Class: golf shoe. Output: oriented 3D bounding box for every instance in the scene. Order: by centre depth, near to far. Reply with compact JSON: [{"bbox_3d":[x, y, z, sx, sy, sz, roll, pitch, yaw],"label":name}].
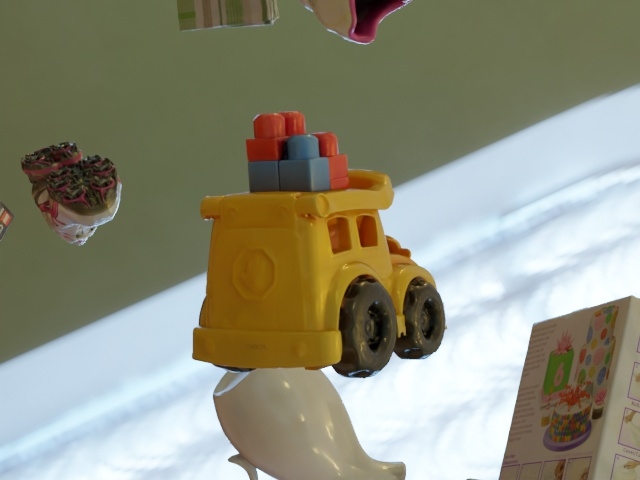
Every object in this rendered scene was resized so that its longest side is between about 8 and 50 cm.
[{"bbox_3d":[-0.220,-0.035,1.475,0.186,0.067,0.086,31,-40,64],"label":"golf shoe"},{"bbox_3d":[0.109,-0.342,1.779,0.115,0.306,0.140,30,22,-44],"label":"golf shoe"}]

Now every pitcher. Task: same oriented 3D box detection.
[{"bbox_3d":[-0.037,0.230,1.729,0.207,0.178,0.125,48,0,-12],"label":"pitcher"}]

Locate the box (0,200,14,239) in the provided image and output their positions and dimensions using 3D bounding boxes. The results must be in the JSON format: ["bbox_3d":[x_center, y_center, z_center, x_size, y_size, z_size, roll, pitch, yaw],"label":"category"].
[{"bbox_3d":[-0.525,0.044,2.128,0.159,0.233,0.044,1,-36,35],"label":"box"}]

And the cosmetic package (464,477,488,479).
[{"bbox_3d":[0.180,0.317,1.323,0.151,0.151,0.184,-60,-144,21],"label":"cosmetic package"}]

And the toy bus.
[{"bbox_3d":[0.000,0.000,1.301,0.220,0.149,0.211,-6,93,-59],"label":"toy bus"}]

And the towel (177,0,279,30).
[{"bbox_3d":[-0.119,-0.321,1.998,0.152,0.023,0.113,1,-83,36],"label":"towel"}]

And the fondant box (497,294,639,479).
[{"bbox_3d":[0.295,0.243,1.796,0.238,0.096,0.330,151,-45,-68],"label":"fondant box"}]
